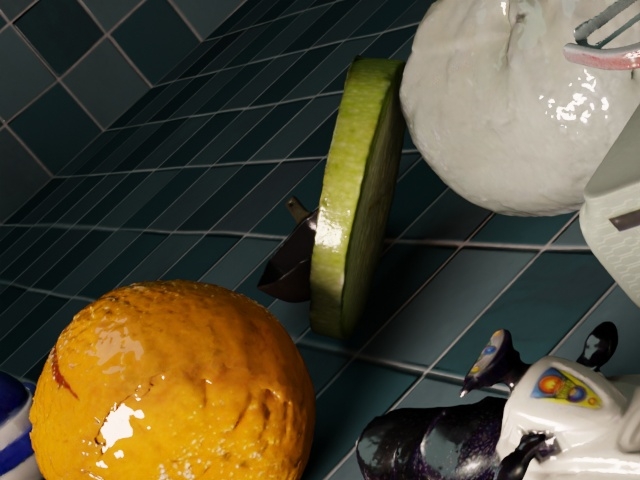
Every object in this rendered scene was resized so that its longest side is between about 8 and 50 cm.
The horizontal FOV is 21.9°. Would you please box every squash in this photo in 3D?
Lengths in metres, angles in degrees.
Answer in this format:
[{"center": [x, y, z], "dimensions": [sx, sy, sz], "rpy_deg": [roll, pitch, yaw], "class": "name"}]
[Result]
[{"center": [0.031, -0.029, 1.252], "dimensions": [0.041, 0.219, 0.219], "rpy_deg": [9, 29, 7], "class": "squash"}]

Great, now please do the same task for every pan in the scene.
[{"center": [0.012, -0.009, 1.453], "dimensions": [0.128, 0.048, 0.202], "rpy_deg": [-36, 15, 25], "class": "pan"}]

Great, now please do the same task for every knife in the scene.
[{"center": [0.248, -0.132, 0.857], "dimensions": [0.123, 0.053, 0.278], "rpy_deg": [-40, 15, -18], "class": "knife"}]

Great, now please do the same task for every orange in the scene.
[{"center": [-0.098, 0.114, 1.108], "dimensions": [0.193, 0.193, 0.161], "rpy_deg": [-40, 33, 0], "class": "orange"}]

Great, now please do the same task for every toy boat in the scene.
[{"center": [0.102, 0.112, 0.789], "dimensions": [0.141, 0.141, 0.269], "rpy_deg": [-50, 5, -32], "class": "toy boat"}]

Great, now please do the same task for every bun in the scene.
[{"center": [0.212, -0.177, 1.195], "dimensions": [0.354, 0.194, 0.354], "rpy_deg": [-36, 18, 14], "class": "bun"}]

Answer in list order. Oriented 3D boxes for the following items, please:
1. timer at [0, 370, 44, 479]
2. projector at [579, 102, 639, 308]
[{"center": [-0.398, 0.182, 1.596], "dimensions": [0.383, 0.270, 0.270], "rpy_deg": [0, 40, 44], "class": "timer"}, {"center": [0.287, -0.070, 0.897], "dimensions": [0.250, 0.108, 0.198], "rpy_deg": [-23, 24, 50], "class": "projector"}]
